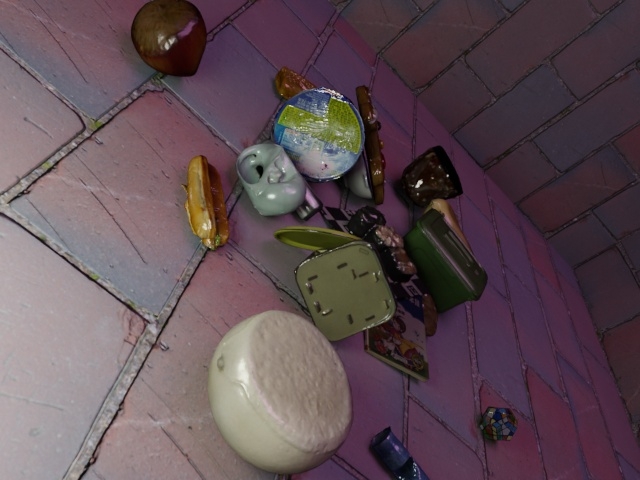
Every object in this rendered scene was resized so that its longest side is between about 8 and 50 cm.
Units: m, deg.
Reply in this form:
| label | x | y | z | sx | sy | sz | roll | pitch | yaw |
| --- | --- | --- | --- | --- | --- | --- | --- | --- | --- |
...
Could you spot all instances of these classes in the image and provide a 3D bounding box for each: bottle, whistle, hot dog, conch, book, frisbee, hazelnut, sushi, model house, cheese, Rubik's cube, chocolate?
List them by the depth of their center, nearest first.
| label | x | y | z | sx | sy | sz | roll | pitch | yaw |
| --- | --- | --- | --- | --- | --- | --- | --- | --- | --- |
| whistle | 0.226 | 0.555 | 1.258 | 0.304 | 0.062 | 0.062 | 52 | 29 | 0 |
| hot dog | -0.260 | -0.083 | 1.263 | 0.104 | 0.076 | 0.250 | 45 | 26 | -55 |
| frisbee | 0.000 | 0.000 | 1.398 | 0.236 | 0.236 | 0.017 | 20 | 74 | -44 |
| model house | 0.048 | 0.086 | 1.422 | 0.279 | 0.205 | 0.218 | -112 | -179 | -74 |
| conch | -0.133 | -0.155 | 1.470 | 0.185 | 0.121 | 0.221 | 12 | 44 | -37 |
| hazelnut | -0.386 | -0.516 | 1.471 | 0.208 | 0.208 | 0.208 | 36 | 33 | -28 |
| bottle | -0.092 | -0.173 | 1.595 | 0.254 | 0.079 | 0.096 | 52 | 8 | -1 |
| book | 0.215 | 0.223 | 1.613 | 0.228 | 0.018 | 0.322 | 30 | 40 | -24 |
| Rubik's cube | 0.528 | 0.542 | 1.672 | 0.093 | 0.111 | 0.111 | 27 | 26 | 12 |
| sushi | 0.201 | 0.000 | 1.735 | 0.296 | 0.100 | 0.373 | 3 | 45 | -54 |
| cheese | 0.487 | -0.039 | 2.170 | 0.316 | 0.128 | 0.259 | 45 | 15 | -45 |
| chocolate | 0.442 | -0.245 | 2.309 | 0.225 | 0.210 | 0.340 | 62 | 20 | 0 |

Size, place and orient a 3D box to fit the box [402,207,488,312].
| label | x | y | z | sx | sy | sz | roll | pitch | yaw |
| --- | --- | --- | --- | --- | --- | --- | --- | --- | --- |
| box | 0.407 | 0.077 | 1.940 | 0.329 | 0.178 | 0.253 | 52 | 27 | 4 |

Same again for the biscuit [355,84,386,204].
| label | x | y | z | sx | sy | sz | roll | pitch | yaw |
| --- | --- | --- | --- | --- | --- | --- | --- | --- | --- |
| biscuit | 0.186 | -0.306 | 1.916 | 0.283 | 0.064 | 0.432 | -95 | 173 | -51 |

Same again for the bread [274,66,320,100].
| label | x | y | z | sx | sy | sz | roll | pitch | yaw |
| --- | --- | --- | --- | --- | --- | --- | --- | --- | --- |
| bread | -0.047 | -0.505 | 2.030 | 0.271 | 0.077 | 0.139 | 27 | 41 | -35 |

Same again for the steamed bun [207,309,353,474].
| label | x | y | z | sx | sy | sz | roll | pitch | yaw |
| --- | --- | --- | --- | --- | --- | --- | --- | --- | --- |
| steamed bun | -0.082 | 0.275 | 1.003 | 0.283 | 0.177 | 0.283 | 32 | 35 | -27 |

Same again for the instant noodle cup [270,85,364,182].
| label | x | y | z | sx | sy | sz | roll | pitch | yaw |
| --- | --- | --- | --- | --- | --- | --- | --- | --- | --- |
| instant noodle cup | 0.014 | -0.356 | 1.783 | 0.284 | 0.284 | 0.312 | 47 | 21 | -10 |

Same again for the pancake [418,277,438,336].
| label | x | y | z | sx | sy | sz | roll | pitch | yaw |
| --- | --- | --- | --- | --- | --- | --- | --- | --- | --- |
| pancake | 0.287 | 0.195 | 1.766 | 0.222 | 0.042 | 0.236 | 17 | 45 | -41 |

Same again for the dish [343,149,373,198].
| label | x | y | z | sx | sy | sz | roll | pitch | yaw |
| --- | --- | --- | --- | --- | --- | --- | --- | --- | --- |
| dish | 0.115 | -0.245 | 1.921 | 0.236 | 0.086 | 0.228 | -30 | 108 | -83 |
